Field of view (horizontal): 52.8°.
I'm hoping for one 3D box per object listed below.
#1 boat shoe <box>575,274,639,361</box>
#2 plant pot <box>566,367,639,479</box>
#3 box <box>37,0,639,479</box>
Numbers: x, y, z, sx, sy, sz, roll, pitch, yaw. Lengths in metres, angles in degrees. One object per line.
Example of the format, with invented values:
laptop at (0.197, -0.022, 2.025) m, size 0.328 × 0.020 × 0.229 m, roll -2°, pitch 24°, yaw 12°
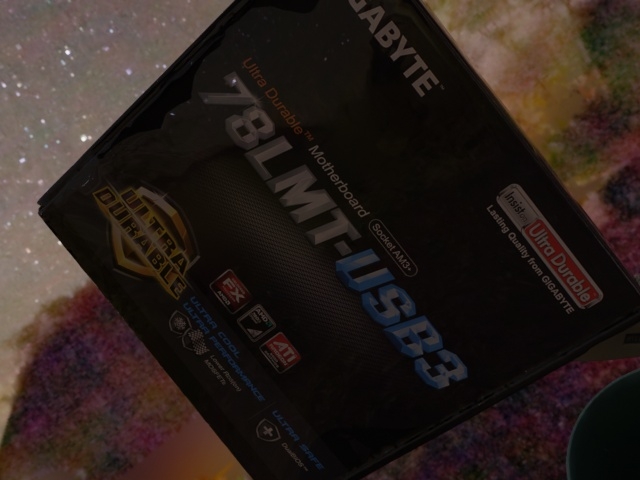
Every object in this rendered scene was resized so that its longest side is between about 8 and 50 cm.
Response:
boat shoe at (0.301, 0.072, 0.673) m, size 0.081 × 0.227 × 0.079 m, roll -87°, pitch -3°, yaw -52°
plant pot at (0.517, 0.350, 0.865) m, size 0.293 × 0.235 × 0.293 m, roll -26°, pitch 36°, yaw 21°
box at (0.000, 0.000, 0.435) m, size 0.293 × 0.295 × 0.073 m, roll -37°, pitch 2°, yaw 23°
